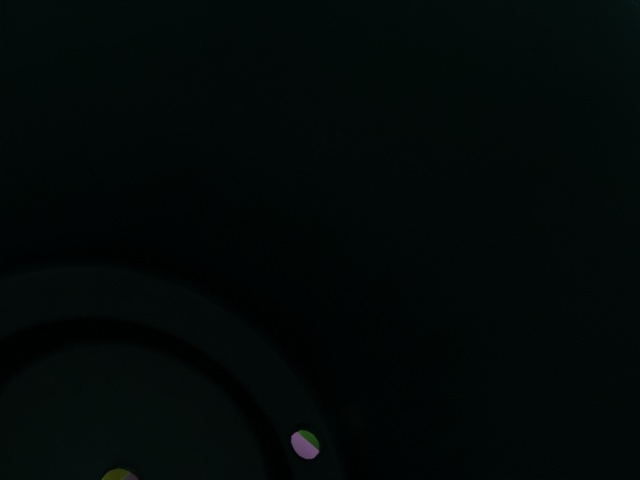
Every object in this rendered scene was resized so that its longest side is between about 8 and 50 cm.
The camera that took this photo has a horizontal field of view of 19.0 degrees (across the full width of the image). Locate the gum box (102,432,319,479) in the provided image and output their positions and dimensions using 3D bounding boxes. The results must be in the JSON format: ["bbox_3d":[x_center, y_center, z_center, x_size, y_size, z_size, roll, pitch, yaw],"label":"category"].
[{"bbox_3d":[-0.075,0.124,0.793,0.188,0.107,0.062,-39,13,42],"label":"gum box"}]

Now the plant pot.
[{"bbox_3d":[-0.022,0.036,0.524,0.272,0.271,0.255,-54,2,-33],"label":"plant pot"}]

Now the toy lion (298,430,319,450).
[{"bbox_3d":[-0.009,0.083,0.914,0.096,0.034,0.100,-34,15,26],"label":"toy lion"}]
